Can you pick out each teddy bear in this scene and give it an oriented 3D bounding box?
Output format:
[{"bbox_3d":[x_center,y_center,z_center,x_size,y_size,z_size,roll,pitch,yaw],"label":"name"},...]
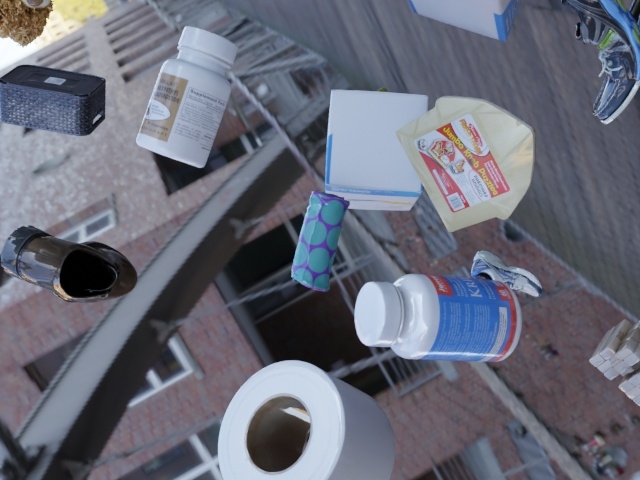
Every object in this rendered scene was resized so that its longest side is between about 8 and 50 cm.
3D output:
[{"bbox_3d":[-0.455,-0.483,1.351,0.245,0.113,0.338,86,-163,-55],"label":"teddy bear"}]

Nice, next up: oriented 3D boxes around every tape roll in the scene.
[{"bbox_3d":[-0.023,0.336,1.380,0.169,0.246,0.246,38,-166,-48],"label":"tape roll"}]

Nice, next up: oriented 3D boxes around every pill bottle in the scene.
[{"bbox_3d":[0.168,0.112,1.217,0.124,0.221,0.124,-175,90,-65],"label":"pill bottle"},{"bbox_3d":[-0.233,-0.258,1.511,0.131,0.229,0.131,20,-178,-1],"label":"pill bottle"}]

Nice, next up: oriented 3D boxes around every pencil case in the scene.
[{"bbox_3d":[0.000,0.000,1.324,0.064,0.151,0.070,16,-177,31],"label":"pencil case"}]

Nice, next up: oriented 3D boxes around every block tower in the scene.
[{"bbox_3d":[0.641,0.284,1.477,0.335,0.097,0.091,42,141,8],"label":"block tower"}]

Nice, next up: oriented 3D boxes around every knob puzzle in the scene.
[{"bbox_3d":[0.219,-0.118,1.169,0.213,0.030,0.213,20,126,30],"label":"knob puzzle"}]

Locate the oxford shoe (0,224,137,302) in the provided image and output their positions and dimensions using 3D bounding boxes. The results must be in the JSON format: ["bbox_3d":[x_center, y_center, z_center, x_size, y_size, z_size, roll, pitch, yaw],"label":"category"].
[{"bbox_3d":[-0.278,0.046,1.021,0.096,0.082,0.227,19,179,19],"label":"oxford shoe"}]

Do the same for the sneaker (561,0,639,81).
[{"bbox_3d":[0.430,-0.318,1.271,0.188,0.078,0.067,46,-139,-21],"label":"sneaker"}]

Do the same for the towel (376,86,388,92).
[{"bbox_3d":[0.120,-0.256,1.760,0.102,0.021,0.237,62,-150,-8],"label":"towel"}]

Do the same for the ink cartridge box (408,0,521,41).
[{"bbox_3d":[0.255,-0.525,1.191,0.166,0.395,0.285,22,-177,15],"label":"ink cartridge box"}]

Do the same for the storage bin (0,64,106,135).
[{"bbox_3d":[-0.520,-0.275,1.638,0.122,0.180,0.084,-76,-5,-61],"label":"storage bin"}]

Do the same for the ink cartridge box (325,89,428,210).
[{"bbox_3d":[0.095,-0.154,1.513,0.232,0.168,0.171,84,-170,-83],"label":"ink cartridge box"}]

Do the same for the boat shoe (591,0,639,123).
[{"bbox_3d":[0.522,-0.320,1.433,0.095,0.079,0.254,-85,14,-55],"label":"boat shoe"}]

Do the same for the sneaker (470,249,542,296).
[{"bbox_3d":[0.331,0.074,1.512,0.135,0.058,0.052,26,155,13],"label":"sneaker"}]
